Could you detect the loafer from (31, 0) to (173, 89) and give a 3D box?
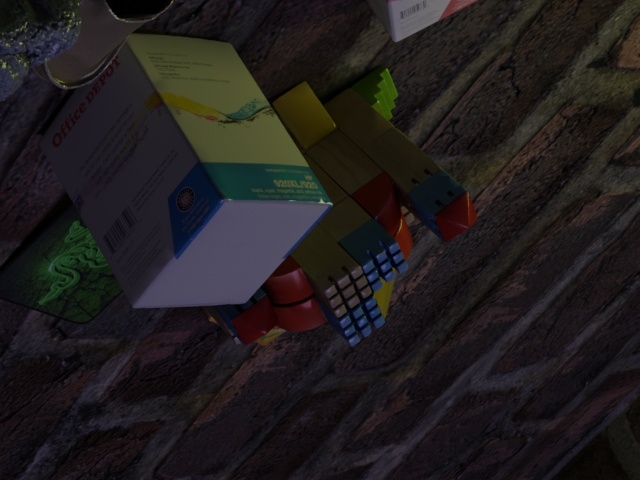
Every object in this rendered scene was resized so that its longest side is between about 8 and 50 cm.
[{"bbox_3d":[-0.197,-0.228,1.719,0.102,0.092,0.268,-8,146,-38],"label":"loafer"}]

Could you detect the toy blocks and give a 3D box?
[{"bbox_3d":[0.000,0.000,2.053,0.381,0.261,0.191,-35,137,-10],"label":"toy blocks"}]

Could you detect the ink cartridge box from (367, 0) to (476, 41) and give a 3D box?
[{"bbox_3d":[0.105,-0.305,1.924,0.115,0.067,0.198,-27,155,-7],"label":"ink cartridge box"}]

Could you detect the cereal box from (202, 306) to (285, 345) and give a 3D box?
[{"bbox_3d":[-0.025,0.039,2.414,0.240,0.047,0.173,-36,153,11],"label":"cereal box"}]

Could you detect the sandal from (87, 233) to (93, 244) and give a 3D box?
[{"bbox_3d":[-0.198,0.012,2.175,0.090,0.060,0.219,-38,153,14],"label":"sandal"}]

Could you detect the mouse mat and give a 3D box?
[{"bbox_3d":[-0.278,0.030,2.123,0.152,0.007,0.189,21,130,-38],"label":"mouse mat"}]

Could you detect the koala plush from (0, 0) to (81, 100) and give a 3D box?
[{"bbox_3d":[-0.330,-0.157,1.612,0.203,0.196,0.221,-15,147,-48],"label":"koala plush"}]

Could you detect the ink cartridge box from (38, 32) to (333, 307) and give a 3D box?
[{"bbox_3d":[-0.141,-0.073,1.892,0.168,0.233,0.171,-1,141,-49],"label":"ink cartridge box"}]
